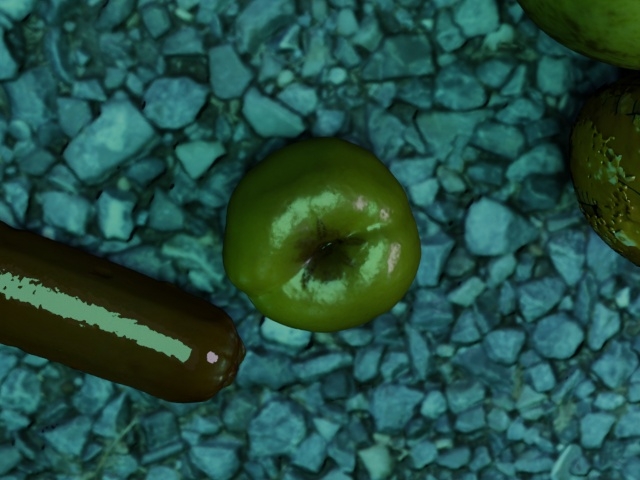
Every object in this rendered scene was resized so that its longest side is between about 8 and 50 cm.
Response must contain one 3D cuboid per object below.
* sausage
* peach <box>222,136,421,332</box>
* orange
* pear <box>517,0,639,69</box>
[{"bbox_3d":[-0.229,0.056,1.515,0.348,0.094,0.097,21,101,-12],"label":"sausage"},{"bbox_3d":[0.000,0.000,1.517,0.179,0.103,0.179,-2,106,-7],"label":"peach"},{"bbox_3d":[0.329,-0.070,1.464,0.234,0.234,0.182,-1,76,-6],"label":"orange"},{"bbox_3d":[0.272,-0.266,1.367,0.280,0.281,0.281,-2,108,-5],"label":"pear"}]
